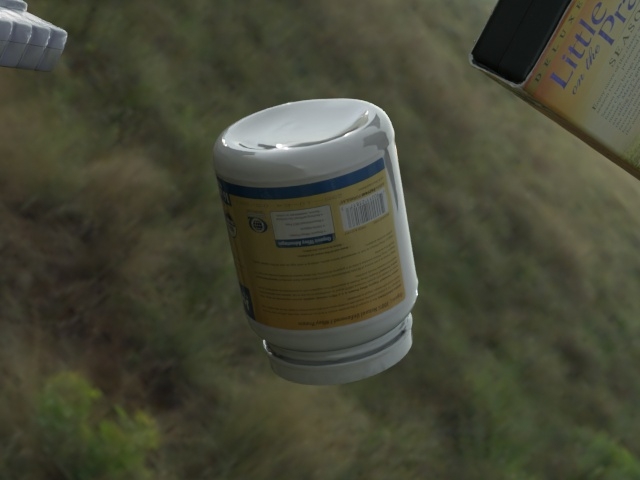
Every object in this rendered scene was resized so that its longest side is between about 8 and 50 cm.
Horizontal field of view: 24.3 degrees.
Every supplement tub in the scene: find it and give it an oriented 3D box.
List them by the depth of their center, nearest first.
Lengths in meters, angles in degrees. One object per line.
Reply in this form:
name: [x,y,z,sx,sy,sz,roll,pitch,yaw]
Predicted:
supplement tub: [0.000,0.000,1.193,0.144,0.144,0.200,-96,176,-67]

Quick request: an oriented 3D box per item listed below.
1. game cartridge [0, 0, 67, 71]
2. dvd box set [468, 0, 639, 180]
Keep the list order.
game cartridge: [-0.435,-0.258,1.405,0.355,0.068,0.230,27,15,14]
dvd box set: [0.304,-0.208,1.243,0.062,0.308,0.420,31,6,34]
